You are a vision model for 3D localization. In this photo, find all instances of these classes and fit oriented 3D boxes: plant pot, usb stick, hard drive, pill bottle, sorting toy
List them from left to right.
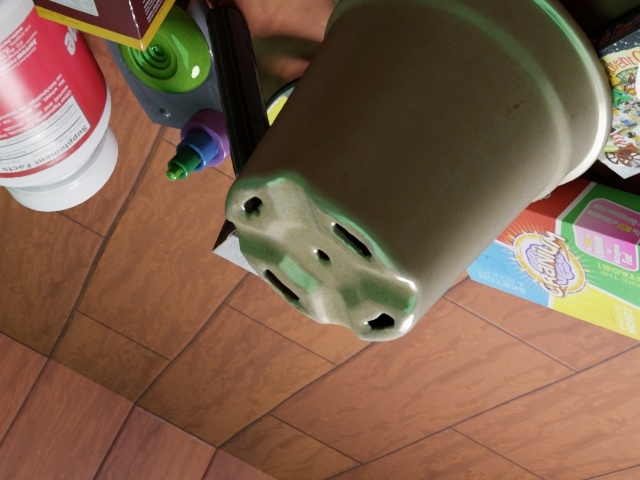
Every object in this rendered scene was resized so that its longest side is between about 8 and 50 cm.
[{"bbox_3d":[-0.412,-0.218,1.602,0.229,0.229,0.408,16,154,21],"label":"pill bottle"},{"bbox_3d":[-0.221,-0.221,1.415,0.127,0.126,0.366,-6,122,38],"label":"sorting toy"},{"bbox_3d":[-0.184,-0.230,1.566,0.172,0.054,0.255,15,152,24],"label":"hard drive"},{"bbox_3d":[-0.086,-0.158,1.391,0.045,0.278,0.077,-25,141,14],"label":"usb stick"},{"bbox_3d":[0.075,-0.081,1.238,0.333,0.305,0.334,28,150,18],"label":"plant pot"}]

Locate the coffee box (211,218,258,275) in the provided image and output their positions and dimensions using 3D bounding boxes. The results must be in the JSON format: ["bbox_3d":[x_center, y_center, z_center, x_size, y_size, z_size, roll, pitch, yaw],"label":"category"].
[{"bbox_3d":[0.000,0.000,1.644,0.246,0.141,0.098,27,153,-14],"label":"coffee box"}]

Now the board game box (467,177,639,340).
[{"bbox_3d":[0.307,0.010,1.502,0.316,0.064,0.242,20,156,33],"label":"board game box"}]

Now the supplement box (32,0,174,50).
[{"bbox_3d":[-0.204,-0.335,1.215,0.129,0.191,0.194,20,155,13],"label":"supplement box"}]

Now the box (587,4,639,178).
[{"bbox_3d":[0.331,-0.152,1.236,0.159,0.044,0.233,33,154,-15],"label":"box"}]

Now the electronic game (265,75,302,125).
[{"bbox_3d":[0.029,-0.108,1.515,0.229,0.048,0.229,6,128,8],"label":"electronic game"}]
